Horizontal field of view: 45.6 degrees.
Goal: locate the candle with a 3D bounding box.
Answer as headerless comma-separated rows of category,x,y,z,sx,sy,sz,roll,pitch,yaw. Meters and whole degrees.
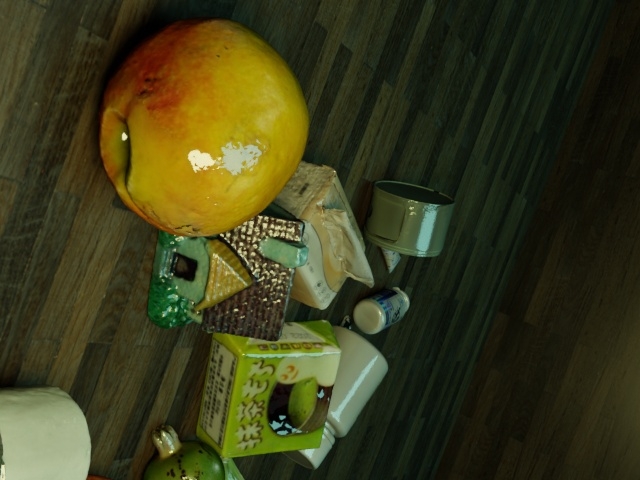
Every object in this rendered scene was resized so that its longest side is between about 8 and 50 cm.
candle,-0.483,0.324,1.144,0.342,0.221,0.221,11,99,-60

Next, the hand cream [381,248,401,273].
hand cream,0.208,0.036,2.274,0.065,0.043,0.171,-53,152,-15

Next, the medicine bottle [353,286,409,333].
medicine bottle,0.188,0.206,2.281,0.191,0.107,0.107,-18,124,-53

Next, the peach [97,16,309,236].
peach,-0.175,-0.181,1.246,0.372,0.289,0.373,13,71,-40

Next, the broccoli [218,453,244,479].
broccoli,-0.216,0.638,1.888,0.145,0.165,0.304,-18,115,-16

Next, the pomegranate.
pomegranate,-0.302,0.490,1.626,0.180,0.180,0.210,-38,107,-42

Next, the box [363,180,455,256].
box,0.238,-0.061,2.073,0.226,0.226,0.149,-11,118,-56

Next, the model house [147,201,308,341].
model house,-0.160,0.071,1.482,0.230,0.248,0.281,-14,120,-54

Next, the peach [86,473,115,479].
peach,-0.412,0.553,1.411,0.232,0.232,0.256,-68,161,0

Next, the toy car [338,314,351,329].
toy car,0.063,0.256,2.190,0.093,0.025,0.041,-50,144,-39

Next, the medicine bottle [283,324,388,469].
medicine bottle,0.009,0.414,2.021,0.340,0.208,0.208,-52,147,-23

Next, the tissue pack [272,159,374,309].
tissue pack,0.000,0.000,1.725,0.239,0.238,0.305,-55,148,-22

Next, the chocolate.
chocolate,-0.111,0.339,1.737,0.288,0.137,0.301,3,107,-28
